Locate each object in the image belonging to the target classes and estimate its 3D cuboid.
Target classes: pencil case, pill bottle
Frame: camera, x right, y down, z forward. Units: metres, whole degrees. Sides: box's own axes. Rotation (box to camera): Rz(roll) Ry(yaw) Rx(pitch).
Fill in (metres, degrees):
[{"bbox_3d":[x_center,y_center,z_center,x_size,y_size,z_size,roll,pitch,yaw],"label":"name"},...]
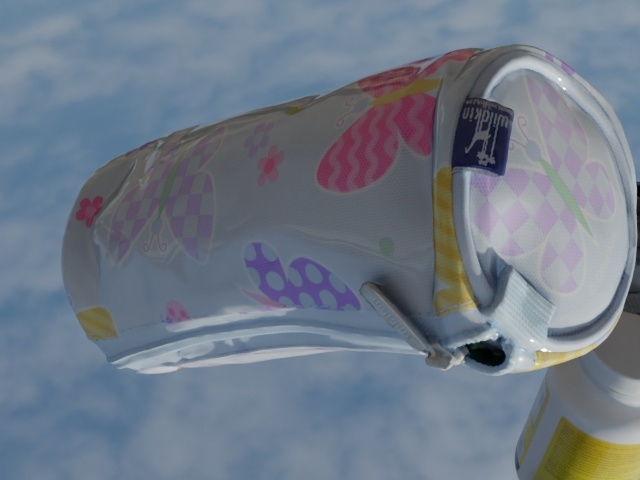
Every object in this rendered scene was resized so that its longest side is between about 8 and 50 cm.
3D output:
[{"bbox_3d":[0.000,0.000,0.516,0.273,0.113,0.124,-6,-113,48],"label":"pencil case"},{"bbox_3d":[0.224,0.138,0.956,0.103,0.184,0.103,5,-133,-5],"label":"pill bottle"}]

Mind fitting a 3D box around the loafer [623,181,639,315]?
[{"bbox_3d":[0.196,-0.012,0.799,0.303,0.095,0.109,14,163,-21],"label":"loafer"}]
